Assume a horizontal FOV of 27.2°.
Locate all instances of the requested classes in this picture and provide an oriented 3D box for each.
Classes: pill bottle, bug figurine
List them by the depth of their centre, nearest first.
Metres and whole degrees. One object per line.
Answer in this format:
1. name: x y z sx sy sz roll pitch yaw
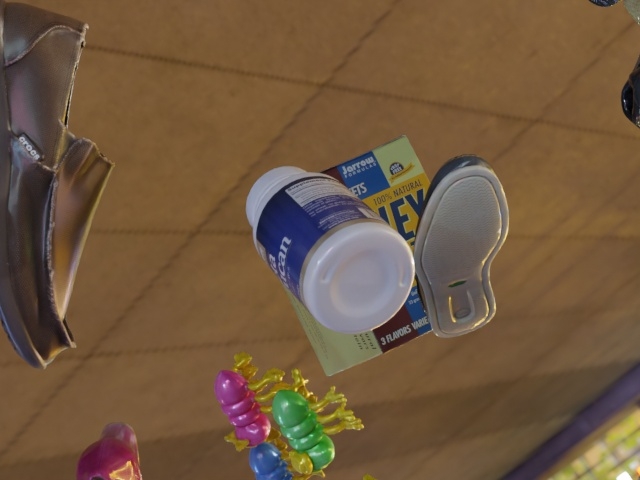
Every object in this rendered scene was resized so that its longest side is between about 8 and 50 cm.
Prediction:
1. pill bottle: 0.000 0.000 1.091 0.094 0.169 0.094 -11 117 -21
2. bug figurine: -0.018 0.216 1.280 0.072 0.216 0.279 -35 -158 -22

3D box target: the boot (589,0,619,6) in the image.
1. boot: 0.318 -0.297 1.141 0.208 0.076 0.189 -36 179 -42

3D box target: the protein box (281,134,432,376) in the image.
1. protein box: 0.049 0.022 1.450 0.136 0.200 0.201 -25 175 -20

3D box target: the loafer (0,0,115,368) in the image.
1. loafer: -0.264 -0.057 1.290 0.130 0.366 0.134 -5 -175 -11

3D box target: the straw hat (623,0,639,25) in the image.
1. straw hat: 0.344 -0.242 1.343 0.144 0.144 0.061 12 109 -60

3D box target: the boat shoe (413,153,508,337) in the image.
1. boat shoe: 0.114 -0.004 1.161 0.084 0.079 0.233 -12 146 -5

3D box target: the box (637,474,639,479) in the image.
1. box: 0.427 0.238 1.195 0.175 0.220 0.051 -41 152 -10

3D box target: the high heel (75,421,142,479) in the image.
1. high heel: -0.187 0.303 1.271 0.082 0.244 0.117 -1 -167 2

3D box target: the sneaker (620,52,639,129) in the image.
1. sneaker: 0.245 -0.100 0.829 0.106 0.078 0.234 -9 -177 24
